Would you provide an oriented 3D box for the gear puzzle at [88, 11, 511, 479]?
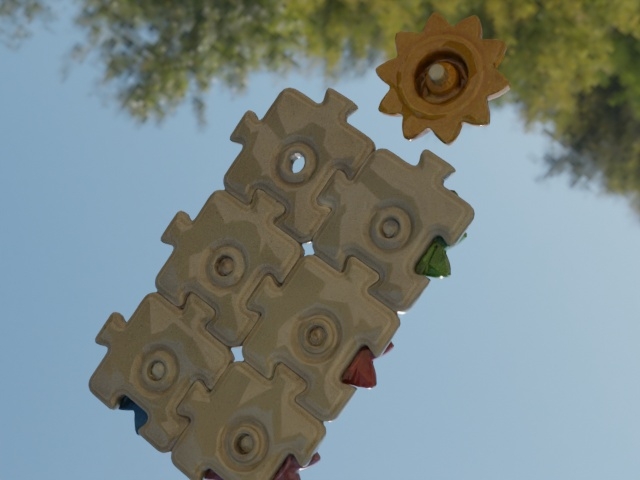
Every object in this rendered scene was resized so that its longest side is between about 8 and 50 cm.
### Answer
[{"bbox_3d":[0.000,0.000,0.892,0.175,0.339,0.044,35,-177,26],"label":"gear puzzle"}]
